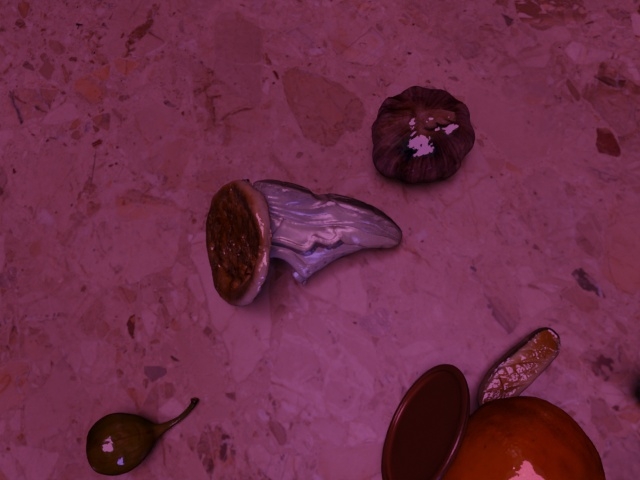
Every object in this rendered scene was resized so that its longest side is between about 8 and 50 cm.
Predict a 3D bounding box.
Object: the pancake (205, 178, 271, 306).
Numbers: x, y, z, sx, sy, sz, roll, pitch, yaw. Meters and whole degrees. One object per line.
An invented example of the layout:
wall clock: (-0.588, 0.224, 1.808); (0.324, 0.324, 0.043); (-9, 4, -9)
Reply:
pancake: (-0.182, 0.009, 0.978); (0.282, 0.048, 0.283); (4, 96, 51)

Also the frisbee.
frisbee: (0.184, 0.337, 0.817); (0.021, 0.251, 0.251); (33, 81, -6)

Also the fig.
fig: (-0.371, 0.402, 0.972); (0.236, 0.124, 0.124); (-21, 70, -23)

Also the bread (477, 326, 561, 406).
bread: (0.387, 0.254, 0.902); (0.214, 0.053, 0.073); (-42, 76, -7)

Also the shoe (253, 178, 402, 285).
shoe: (0.000, 0.000, 1.008); (0.341, 0.132, 0.211); (13, 103, -7)

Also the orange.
orange: (0.317, 0.397, 0.754); (0.284, 0.284, 0.226); (-45, 55, -6)

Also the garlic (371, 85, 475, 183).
garlic: (0.223, -0.243, 1.020); (0.244, 0.160, 0.245); (-3, 74, 10)
